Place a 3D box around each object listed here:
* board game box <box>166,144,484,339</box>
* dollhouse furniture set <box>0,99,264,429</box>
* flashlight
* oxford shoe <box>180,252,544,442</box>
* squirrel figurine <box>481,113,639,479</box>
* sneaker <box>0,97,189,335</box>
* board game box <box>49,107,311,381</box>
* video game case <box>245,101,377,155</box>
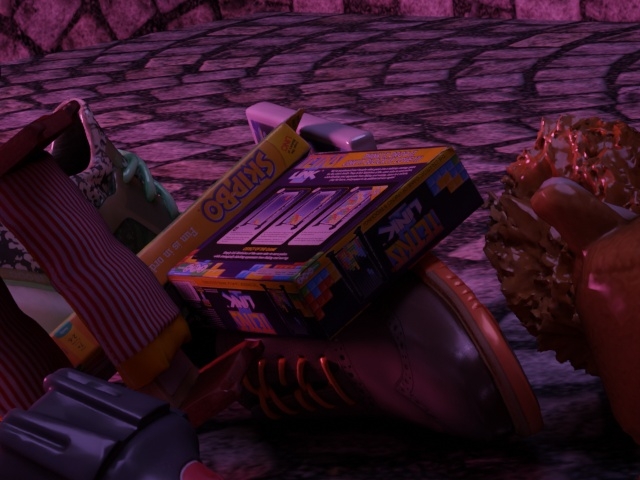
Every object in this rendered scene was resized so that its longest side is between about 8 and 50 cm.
[{"bbox_3d":[0.000,0.000,1.241,0.141,0.048,0.170,-39,19,-24],"label":"board game box"},{"bbox_3d":[-0.165,0.072,1.046,0.152,0.201,0.374,-36,8,11],"label":"dollhouse furniture set"},{"bbox_3d":[0.004,0.136,0.848,0.304,0.103,0.103,21,-3,24],"label":"flashlight"},{"bbox_3d":[0.018,0.082,1.272,0.132,0.130,0.363,-32,18,-18],"label":"oxford shoe"},{"bbox_3d":[0.266,0.026,1.132,0.370,0.281,0.397,-22,4,-34],"label":"squirrel figurine"},{"bbox_3d":[-0.155,-0.014,1.485,0.158,0.182,0.410,7,5,33],"label":"sneaker"},{"bbox_3d":[-0.097,0.017,1.356,0.259,0.039,0.124,-47,-6,-28],"label":"board game box"},{"bbox_3d":[0.015,-0.004,1.437,0.023,0.183,0.201,-23,18,-17],"label":"video game case"}]
